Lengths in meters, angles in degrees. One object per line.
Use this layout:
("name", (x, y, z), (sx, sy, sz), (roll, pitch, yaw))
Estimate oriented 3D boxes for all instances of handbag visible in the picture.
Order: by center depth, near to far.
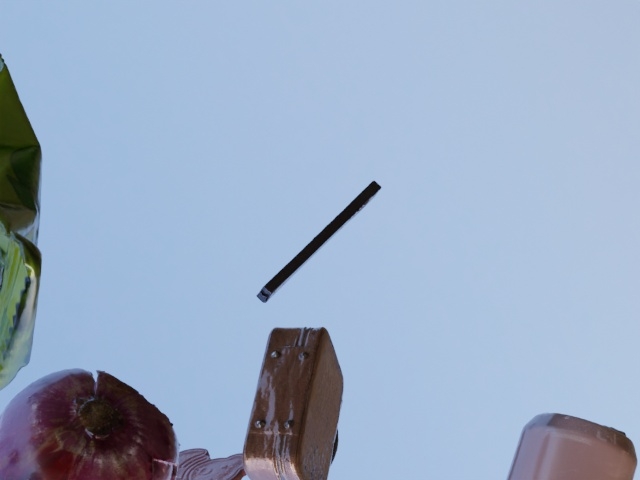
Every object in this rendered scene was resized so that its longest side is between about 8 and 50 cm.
("handbag", (-0.027, 0.210, 1.500), (0.151, 0.072, 0.193), (71, -157, -48))

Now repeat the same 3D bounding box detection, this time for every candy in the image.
("candy", (-0.248, -0.021, 0.978), (0.069, 0.149, 0.246), (5, -135, -17))

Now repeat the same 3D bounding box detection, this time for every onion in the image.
("onion", (-0.278, 0.256, 1.472), (0.207, 0.200, 0.200), (52, -152, -9))

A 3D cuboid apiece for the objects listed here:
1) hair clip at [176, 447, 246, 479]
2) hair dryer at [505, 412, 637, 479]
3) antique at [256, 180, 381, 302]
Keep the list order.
("hair clip", (-0.180, 0.356, 1.947), (0.138, 0.102, 0.123), (38, -138, 18))
("hair dryer", (0.244, 0.290, 1.212), (0.344, 0.107, 0.189), (46, -120, -60))
("antique", (0.000, 0.000, 1.428), (0.015, 0.031, 0.192), (44, -115, 3))
